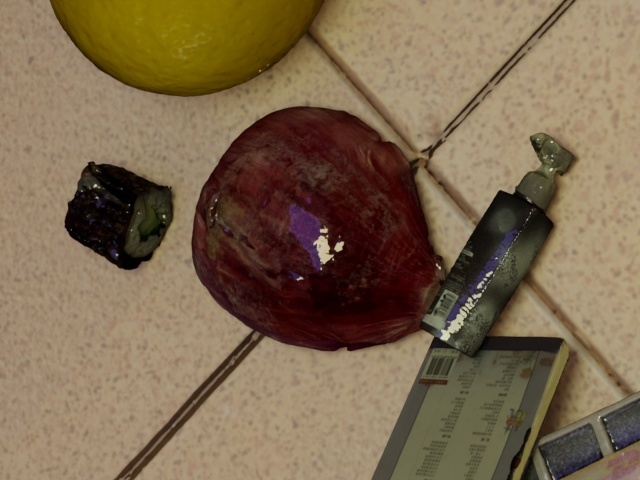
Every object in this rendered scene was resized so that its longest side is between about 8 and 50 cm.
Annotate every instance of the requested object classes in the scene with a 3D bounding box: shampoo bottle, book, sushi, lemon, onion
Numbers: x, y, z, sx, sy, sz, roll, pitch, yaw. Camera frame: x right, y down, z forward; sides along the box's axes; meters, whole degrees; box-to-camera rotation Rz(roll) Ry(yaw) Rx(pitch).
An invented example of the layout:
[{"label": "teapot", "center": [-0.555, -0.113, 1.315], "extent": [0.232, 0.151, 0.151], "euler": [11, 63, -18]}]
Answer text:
[{"label": "shampoo bottle", "center": [0.162, 0.002, 1.794], "extent": [0.057, 0.063, 0.207], "euler": [28, 86, 34]}, {"label": "book", "center": [0.121, 0.186, 1.759], "extent": [0.157, 0.026, 0.231], "euler": [-2, 55, 47]}, {"label": "sushi", "center": [-0.204, -0.027, 1.986], "extent": [0.084, 0.098, 0.094], "euler": [27, 103, 30]}, {"label": "lemon", "center": [-0.120, -0.271, 1.865], "extent": [0.293, 0.293, 0.293], "euler": [-2, 85, 28]}, {"label": "onion", "center": [0.000, 0.000, 1.865], "extent": [0.284, 0.120, 0.227], "euler": [26, 103, 27]}]

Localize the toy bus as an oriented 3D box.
[{"label": "toy bus", "center": [0.238, 0.218, 1.732], "extent": [0.343, 0.097, 0.138], "euler": [-28, 72, 23]}]
